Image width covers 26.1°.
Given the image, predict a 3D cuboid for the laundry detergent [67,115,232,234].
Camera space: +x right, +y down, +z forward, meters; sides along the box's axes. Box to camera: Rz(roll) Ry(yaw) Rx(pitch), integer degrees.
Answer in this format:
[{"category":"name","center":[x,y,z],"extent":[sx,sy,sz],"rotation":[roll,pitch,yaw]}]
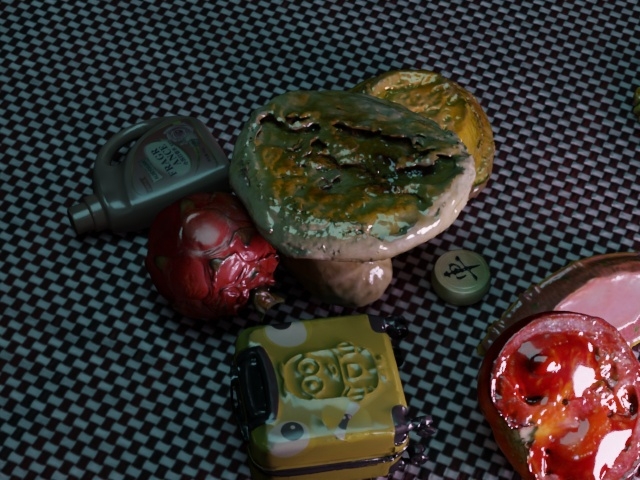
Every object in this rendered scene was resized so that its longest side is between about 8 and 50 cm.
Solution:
[{"category":"laundry detergent","center":[-0.260,-0.095,1.980],"extent":[0.237,0.076,0.171],"rotation":[-22,54,-17]}]

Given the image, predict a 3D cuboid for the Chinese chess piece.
[{"category":"Chinese chess piece","center":[0.195,0.051,1.915],"extent":[0.084,0.034,0.084],"rotation":[1,51,-1]}]

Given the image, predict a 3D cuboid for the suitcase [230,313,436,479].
[{"category":"suitcase","center":[0.005,0.203,1.709],"extent":[0.234,0.143,0.194],"rotation":[-6,52,-9]}]

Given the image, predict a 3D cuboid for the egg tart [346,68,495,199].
[{"category":"egg tart","center":[0.128,-0.156,2.033],"extent":[0.288,0.118,0.288],"rotation":[2,55,-2]}]

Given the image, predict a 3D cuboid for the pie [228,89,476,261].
[{"category":"pie","center":[0.041,-0.097,1.841],"extent":[0.339,0.077,0.339],"rotation":[4,43,-4]}]

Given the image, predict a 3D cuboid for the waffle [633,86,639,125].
[{"category":"waffle","center":[0.573,-0.208,2.144],"extent":[0.192,0.046,0.161],"rotation":[-22,53,-20]}]

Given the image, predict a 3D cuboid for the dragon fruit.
[{"category":"dragon fruit","center":[-0.147,0.022,1.835],"extent":[0.172,0.172,0.209],"rotation":[-26,47,-23]}]

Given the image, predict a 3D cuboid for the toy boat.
[{"category":"toy boat","center":[0.364,0.094,1.860],"extent":[0.318,0.099,0.141],"rotation":[-20,82,-18]}]

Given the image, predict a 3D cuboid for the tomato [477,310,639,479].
[{"category":"tomato","center":[0.298,0.202,1.735],"extent":[0.200,0.139,0.233],"rotation":[-25,91,-14]}]

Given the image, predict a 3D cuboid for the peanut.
[{"category":"peanut","center":[0.000,0.000,1.884],"extent":[0.224,0.129,0.129],"rotation":[36,57,25]}]
